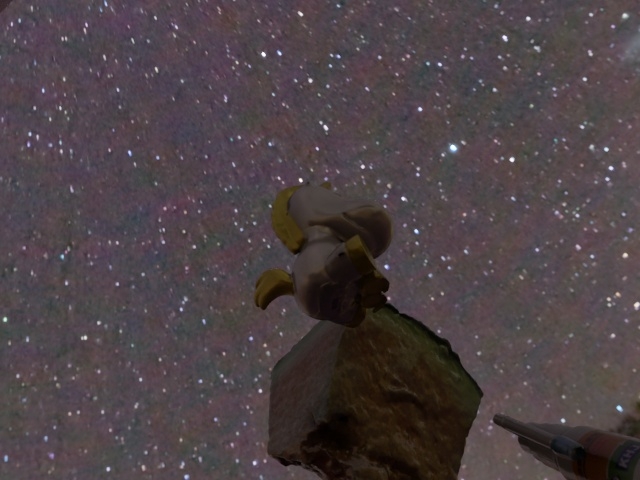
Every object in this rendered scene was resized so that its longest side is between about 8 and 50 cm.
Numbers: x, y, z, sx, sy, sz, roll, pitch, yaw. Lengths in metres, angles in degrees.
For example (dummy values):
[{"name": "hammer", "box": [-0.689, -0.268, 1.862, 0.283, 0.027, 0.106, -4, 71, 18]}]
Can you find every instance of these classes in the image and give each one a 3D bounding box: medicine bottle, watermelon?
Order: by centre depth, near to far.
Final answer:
[{"name": "medicine bottle", "box": [0.257, 0.211, 0.625, 0.092, 0.220, 0.061, 28, -102, -8]}, {"name": "watermelon", "box": [0.059, 0.246, 0.841, 0.264, 0.302, 0.151, 37, -46, -8]}]

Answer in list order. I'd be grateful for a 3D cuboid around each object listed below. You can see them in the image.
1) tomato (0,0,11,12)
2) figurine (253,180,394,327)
[{"name": "tomato", "box": [-0.236, -0.202, 0.220, 0.298, 0.227, 0.299, 3, -29, 2]}, {"name": "figurine", "box": [0.008, -0.001, 0.626, 0.129, 0.178, 0.109, 4, -41, 7]}]
